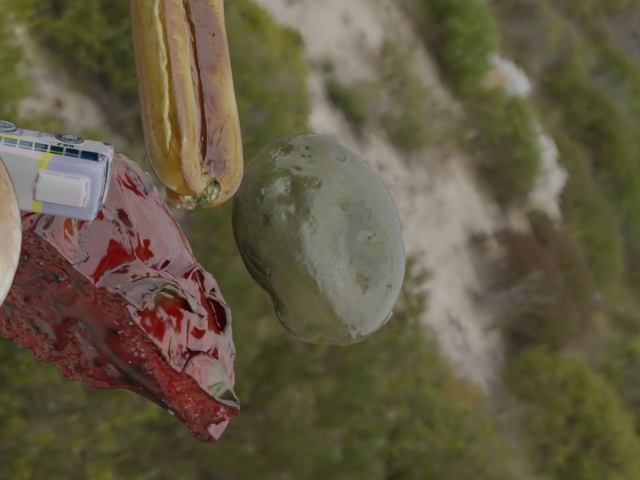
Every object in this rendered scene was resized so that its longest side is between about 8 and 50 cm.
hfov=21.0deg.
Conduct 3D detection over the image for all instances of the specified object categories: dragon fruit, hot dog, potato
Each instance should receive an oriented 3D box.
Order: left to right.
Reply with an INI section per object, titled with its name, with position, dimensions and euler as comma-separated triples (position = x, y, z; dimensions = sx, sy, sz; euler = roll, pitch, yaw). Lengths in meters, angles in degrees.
[dragon fruit]
position = -0.176, 0.034, 1.901
dimensions = 0.329, 0.228, 0.286
euler = 36, 48, 4
[hot dog]
position = -0.119, -0.142, 1.457
dimensions = 0.100, 0.068, 0.249
euler = 25, 51, -52
[potato]
position = 0.000, 0.000, 1.847
dimensions = 0.160, 0.178, 0.235
euler = 83, -7, -73

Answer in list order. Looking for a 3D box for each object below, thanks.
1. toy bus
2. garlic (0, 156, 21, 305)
[toy bus]
position = -0.196, -0.048, 1.197
dimensions = 0.058, 0.102, 0.052
euler = -99, -160, -67
[garlic]
position = -0.244, -0.001, 1.080
dimensions = 0.128, 0.115, 0.207
euler = 102, -27, -64
